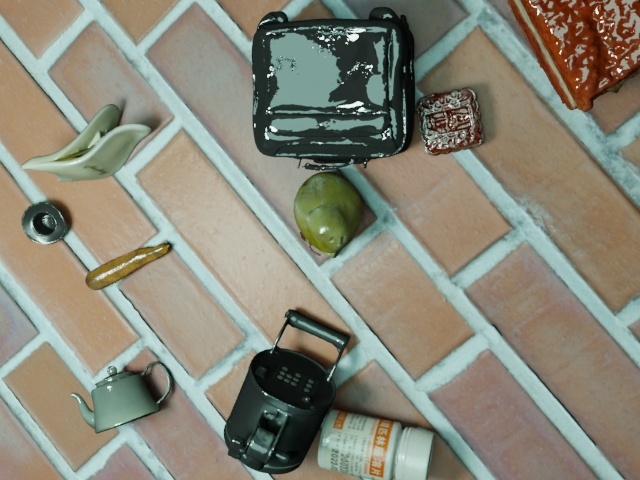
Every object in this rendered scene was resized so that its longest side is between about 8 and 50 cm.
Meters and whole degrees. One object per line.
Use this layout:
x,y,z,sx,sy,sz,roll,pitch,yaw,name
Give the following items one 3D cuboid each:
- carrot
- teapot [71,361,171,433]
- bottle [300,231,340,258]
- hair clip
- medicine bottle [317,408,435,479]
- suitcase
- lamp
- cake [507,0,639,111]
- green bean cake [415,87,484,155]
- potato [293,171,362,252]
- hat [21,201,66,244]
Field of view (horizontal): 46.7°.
-0.477,0.059,1.843,0.248,0.059,0.059,-25,90,12,carrot
-0.490,0.379,1.848,0.239,0.162,0.148,-19,80,-9,teapot
0.001,-0.001,1.723,0.101,0.047,0.063,28,59,14,bottle
-0.542,-0.213,1.780,0.282,0.172,0.113,-41,78,3,hair clip
0.129,0.478,1.699,0.252,0.144,0.144,11,99,11,medicine bottle
0.030,-0.324,1.616,0.346,0.188,0.339,2,103,12,suitcase
-0.095,0.389,1.704,0.205,0.374,0.272,26,134,3,lamp
0.533,-0.422,1.397,0.270,0.319,0.270,-29,95,13,cake
0.281,-0.258,1.613,0.135,0.056,0.135,-11,94,16,green bean cake
0.020,-0.057,1.638,0.157,0.194,0.157,-2,124,-3,potato
-0.695,-0.047,1.884,0.121,0.050,0.121,1,98,9,hat
